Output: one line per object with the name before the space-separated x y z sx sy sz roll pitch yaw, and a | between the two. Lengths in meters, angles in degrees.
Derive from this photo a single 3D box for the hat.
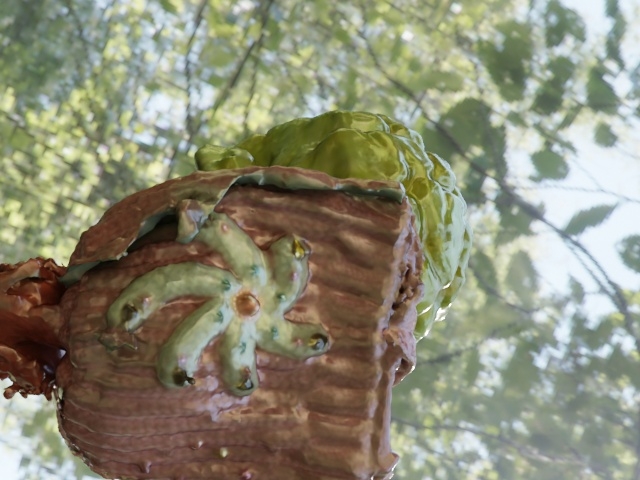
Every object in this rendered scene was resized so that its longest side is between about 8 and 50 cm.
hat | -0.085 0.064 0.739 0.107 0.286 0.237 -63 162 -83

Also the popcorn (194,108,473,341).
popcorn | 0.000 0.000 1.043 0.270 0.258 0.224 2 -104 23
